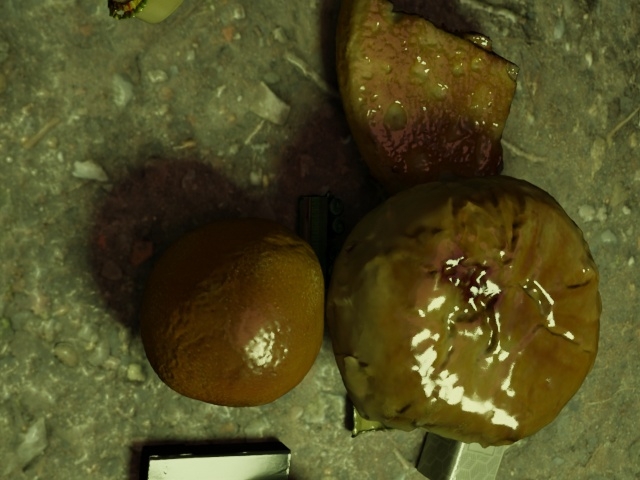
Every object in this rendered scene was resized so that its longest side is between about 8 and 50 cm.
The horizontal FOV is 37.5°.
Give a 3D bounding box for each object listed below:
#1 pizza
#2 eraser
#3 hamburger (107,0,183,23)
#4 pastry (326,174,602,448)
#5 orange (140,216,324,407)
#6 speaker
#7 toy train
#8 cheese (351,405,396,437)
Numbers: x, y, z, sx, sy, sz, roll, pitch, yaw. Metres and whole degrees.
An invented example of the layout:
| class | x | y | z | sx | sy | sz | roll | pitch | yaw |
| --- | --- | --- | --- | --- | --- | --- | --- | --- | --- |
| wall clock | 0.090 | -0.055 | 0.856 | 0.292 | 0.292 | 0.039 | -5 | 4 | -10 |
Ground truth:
| class | x | y | z | sx | sy | sz | roll | pitch | yaw |
| --- | --- | --- | --- | --- | --- | --- | --- | --- | --- |
| pizza | 0.161 | -0.203 | 1.392 | 0.277 | 0.114 | 0.409 | -42 | 114 | -13 |
| eraser | 0.273 | 0.206 | 1.518 | 0.096 | 0.098 | 0.404 | 17 | 90 | -27 |
| hamburger | -0.215 | -0.333 | 1.185 | 0.141 | 0.126 | 0.081 | -46 | 124 | 11 |
| pastry | 0.197 | 0.097 | 1.320 | 0.409 | 0.245 | 0.410 | -3 | 100 | -17 |
| orange | -0.107 | 0.090 | 1.237 | 0.264 | 0.264 | 0.264 | -4 | 100 | -25 |
| speaker | -0.152 | 0.337 | 1.363 | 0.218 | 0.044 | 0.082 | 3 | 97 | -27 |
| toy train | 0.000 | 0.000 | 1.388 | 0.070 | 0.038 | 0.148 | -2 | 98 | -26 |
| cheese | 0.086 | 0.275 | 1.472 | 0.084 | 0.041 | 0.060 | 0 | 91 | -10 |
